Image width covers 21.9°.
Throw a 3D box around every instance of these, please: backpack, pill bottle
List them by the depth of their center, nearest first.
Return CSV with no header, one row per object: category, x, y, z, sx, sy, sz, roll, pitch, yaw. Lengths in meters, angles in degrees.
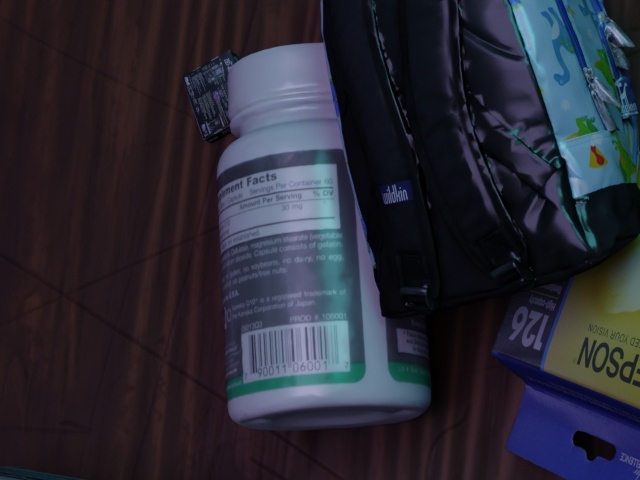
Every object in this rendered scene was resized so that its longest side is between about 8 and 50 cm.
backpack,0.137,-0.144,1.485,0.290,0.273,0.356,-21,97,49
pill bottle,0.000,0.000,1.653,0.204,0.204,0.361,-9,76,24

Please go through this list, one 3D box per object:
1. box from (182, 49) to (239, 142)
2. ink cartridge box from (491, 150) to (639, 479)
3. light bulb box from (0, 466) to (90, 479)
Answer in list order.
box,-0.112,-0.160,1.842,0.067,0.018,0.083,-28,69,18
ink cartridge box,0.263,0.070,1.493,0.307,0.072,0.303,-68,22,-2
light bulb box,-0.253,0.430,1.677,0.357,0.225,0.361,6,83,25
